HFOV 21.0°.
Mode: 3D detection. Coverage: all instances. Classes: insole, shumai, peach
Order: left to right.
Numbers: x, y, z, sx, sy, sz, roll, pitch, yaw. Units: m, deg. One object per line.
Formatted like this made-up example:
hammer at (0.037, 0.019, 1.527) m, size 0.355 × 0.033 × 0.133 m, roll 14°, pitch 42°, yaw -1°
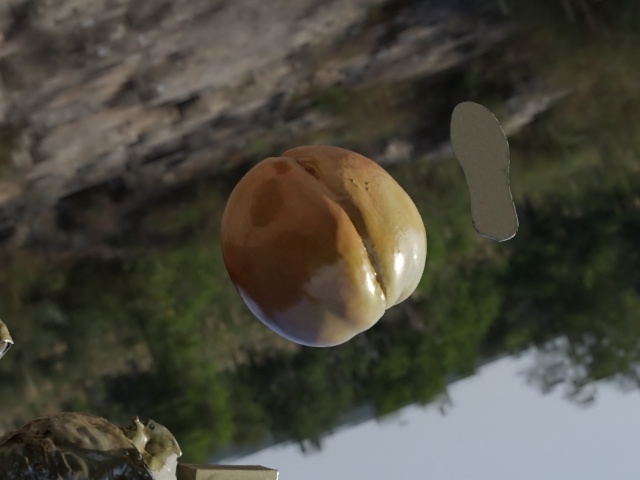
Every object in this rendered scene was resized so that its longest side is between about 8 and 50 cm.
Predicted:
shumai at (-0.201, 0.217, 1.438) m, size 0.161 × 0.209 × 0.153 m, roll -22°, pitch -154°, yaw 13°
peach at (0.000, 0.000, 1.542) m, size 0.184 × 0.184 × 0.184 m, roll -21°, pitch 177°, yaw -1°
insole at (0.184, -0.079, 1.927) m, size 0.065 × 0.197 × 0.004 m, roll -2°, pitch 145°, yaw -10°

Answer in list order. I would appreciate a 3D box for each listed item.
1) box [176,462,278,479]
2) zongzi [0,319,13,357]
box at (-0.077, 0.224, 1.399) m, size 0.079 × 0.083 × 0.035 m, roll 6°, pitch 178°, yaw -32°
zongzi at (-0.445, 0.154, 1.945) m, size 0.176 × 0.078 × 0.160 m, roll -20°, pitch 153°, yaw -54°
